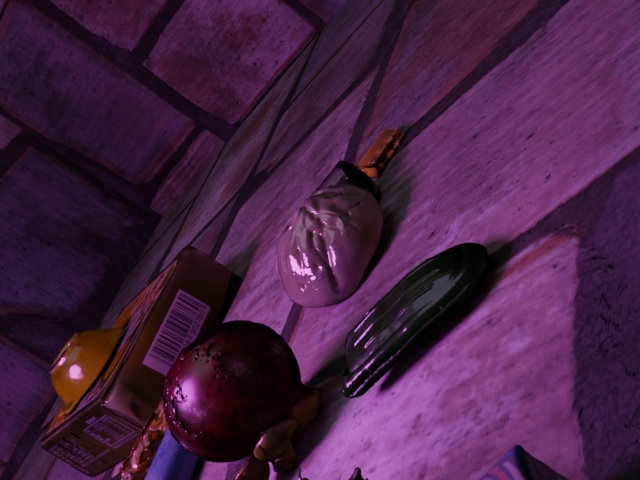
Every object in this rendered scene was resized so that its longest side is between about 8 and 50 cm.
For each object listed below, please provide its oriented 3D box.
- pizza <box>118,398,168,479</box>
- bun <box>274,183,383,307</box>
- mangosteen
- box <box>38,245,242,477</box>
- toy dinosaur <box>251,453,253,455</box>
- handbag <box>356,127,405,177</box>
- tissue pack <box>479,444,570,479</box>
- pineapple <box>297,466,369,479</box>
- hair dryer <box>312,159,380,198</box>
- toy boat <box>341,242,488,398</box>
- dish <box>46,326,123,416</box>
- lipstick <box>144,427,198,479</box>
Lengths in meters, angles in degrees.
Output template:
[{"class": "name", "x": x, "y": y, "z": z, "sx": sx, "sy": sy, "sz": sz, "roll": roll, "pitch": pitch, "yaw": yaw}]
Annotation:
[{"class": "pizza", "x": -0.241, "y": 0.303, "z": 1.324, "sx": 0.226, "sy": 0.069, "sz": 0.147, "roll": -59, "pitch": -6, "yaw": -28}, {"class": "bun", "x": 0.000, "y": 0.000, "z": 1.115, "sx": 0.183, "sy": 0.102, "sz": 0.183, "roll": -43, "pitch": 31, "yaw": 34}, {"class": "mangosteen", "x": -0.085, "y": 0.182, "z": 0.924, "sx": 0.166, "sy": 0.180, "sz": 0.166, "roll": -40, "pitch": -11, "yaw": -9}, {"class": "box", "x": -0.366, "y": 0.250, "z": 1.674, "sx": 0.420, "sy": 0.138, "sz": 0.373, "roll": -35, "pitch": 25, "yaw": 50}, {"class": "toy dinosaur", "x": -0.120, "y": 0.206, "z": 1.109, "sx": 0.179, "sy": 0.087, "sz": 0.187, "roll": -37, "pitch": 25, "yaw": 53}, {"class": "handbag", "x": 0.095, "y": -0.139, "z": 1.304, "sx": 0.083, "sy": 0.027, "sz": 0.061, "roll": -55, "pitch": 14, "yaw": -5}, {"class": "tissue pack", "x": 0.095, "y": 0.214, "z": 0.476, "sx": 0.155, "sy": 0.065, "sz": 0.115, "roll": -49, "pitch": 18, "yaw": 18}, {"class": "pineapple", "x": -0.007, "y": 0.279, "z": 0.607, "sx": 0.236, "sy": 0.115, "sz": 0.186, "roll": -59, "pitch": 12, "yaw": 27}, {"class": "hair dryer", "x": 0.012, "y": -0.054, "z": 1.329, "sx": 0.195, "sy": 0.078, "sz": 0.248, "roll": -50, "pitch": 6, "yaw": 22}, {"class": "toy boat", "x": 0.086, "y": 0.075, "z": 0.827, "sx": 0.210, "sy": 0.052, "sz": 0.104, "roll": -47, "pitch": 15, "yaw": 25}, {"class": "dish", "x": -0.474, "y": 0.239, "z": 1.610, "sx": 0.207, "sy": 0.080, "sz": 0.149, "roll": -55, "pitch": 15, "yaw": -8}, {"class": "lipstick", "x": -0.225, "y": 0.367, "z": 1.127, "sx": 0.068, "sy": 0.061, "sz": 0.274, "roll": -40, "pitch": 21, "yaw": 39}]
